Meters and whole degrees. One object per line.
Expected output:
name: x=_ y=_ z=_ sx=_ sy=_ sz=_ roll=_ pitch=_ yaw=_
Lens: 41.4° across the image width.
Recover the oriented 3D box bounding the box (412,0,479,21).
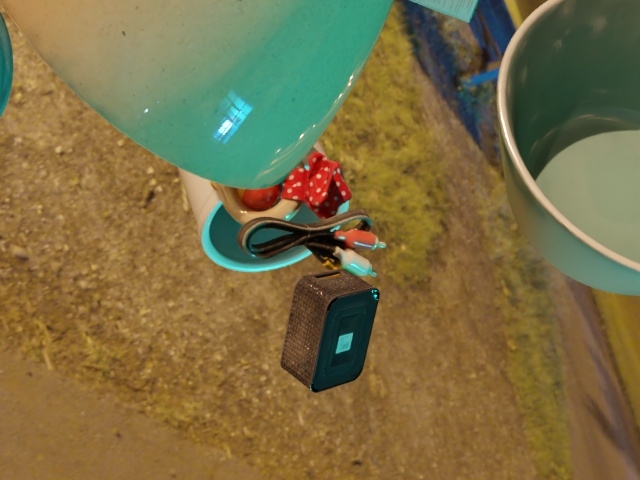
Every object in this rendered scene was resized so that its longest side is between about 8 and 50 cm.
box: x=0.140 y=-0.447 z=1.133 sx=0.058 sy=0.232 sz=0.322 roll=108 pitch=6 yaw=-57

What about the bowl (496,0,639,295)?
bowl: x=0.298 y=-0.074 z=0.795 sx=0.163 sy=0.311 sz=0.312 roll=100 pitch=-19 yaw=-66

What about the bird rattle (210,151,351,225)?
bird rattle: x=-0.081 y=-0.111 z=1.530 sx=0.253 sy=0.207 sz=0.143 roll=46 pitch=8 yaw=5

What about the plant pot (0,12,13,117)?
plant pot: x=-0.683 y=-0.263 z=1.230 sx=0.334 sy=0.341 sz=0.341 roll=-63 pitch=130 yaw=-75

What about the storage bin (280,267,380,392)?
storage bin: x=0.016 y=0.149 z=1.411 sx=0.122 sy=0.084 sz=0.180 roll=-9 pitch=118 yaw=-42

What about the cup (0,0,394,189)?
cup: x=-0.061 y=-0.242 z=0.677 sx=0.331 sy=0.237 sz=0.331 roll=39 pitch=27 yaw=-24

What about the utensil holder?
utensil holder: x=-0.158 y=-0.176 z=1.883 sx=0.327 sy=0.327 sz=0.385 roll=39 pitch=20 yaw=-51

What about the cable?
cable: x=0.000 y=0.000 z=1.417 sx=0.287 sy=0.139 sz=0.072 roll=17 pitch=17 yaw=-46
